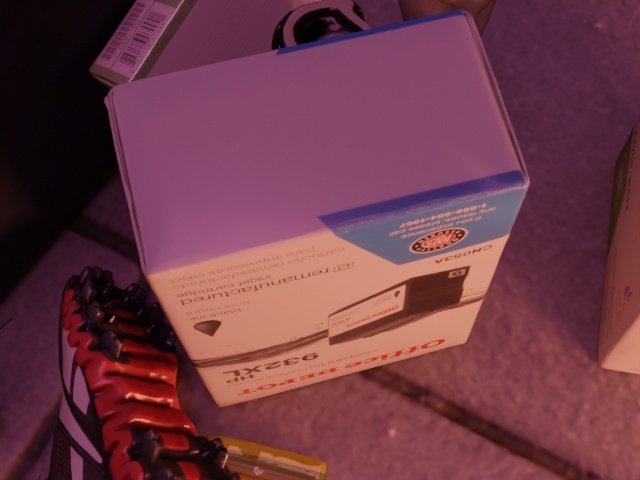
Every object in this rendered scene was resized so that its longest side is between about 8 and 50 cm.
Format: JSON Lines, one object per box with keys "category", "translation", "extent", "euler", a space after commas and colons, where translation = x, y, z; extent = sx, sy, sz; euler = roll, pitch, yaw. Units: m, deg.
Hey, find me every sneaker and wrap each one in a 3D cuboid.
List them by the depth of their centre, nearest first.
{"category": "sneaker", "translation": [-0.159, 0.138, 0.719], "extent": [0.135, 0.097, 0.276], "euler": [-50, 46, 19]}

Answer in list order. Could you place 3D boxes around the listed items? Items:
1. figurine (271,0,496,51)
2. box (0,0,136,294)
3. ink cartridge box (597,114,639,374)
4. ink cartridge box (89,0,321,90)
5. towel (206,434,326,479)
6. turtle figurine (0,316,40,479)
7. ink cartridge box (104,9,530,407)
{"category": "figurine", "translation": [0.052, -0.127, 0.773], "extent": [0.092, 0.209, 0.215], "euler": [41, 64, 18]}
{"category": "box", "translation": [-0.346, -0.281, 0.783], "extent": [0.471, 0.297, 0.480], "euler": [34, 75, 15]}
{"category": "ink cartridge box", "translation": [0.294, -0.049, 0.653], "extent": [0.119, 0.353, 0.207], "euler": [10, 66, 7]}
{"category": "ink cartridge box", "translation": [-0.054, -0.137, 0.780], "extent": [0.056, 0.235, 0.171], "euler": [26, 80, 38]}
{"category": "towel", "translation": [-0.073, 0.268, 0.707], "extent": [0.102, 0.021, 0.237], "euler": [11, 67, 14]}
{"category": "turtle figurine", "translation": [-0.278, 0.173, 0.700], "extent": [0.118, 0.175, 0.234], "euler": [-16, 26, 22]}
{"category": "ink cartridge box", "translation": [0.000, 0.000, 0.669], "extent": [0.223, 0.307, 0.129], "euler": [-14, 67, -4]}
